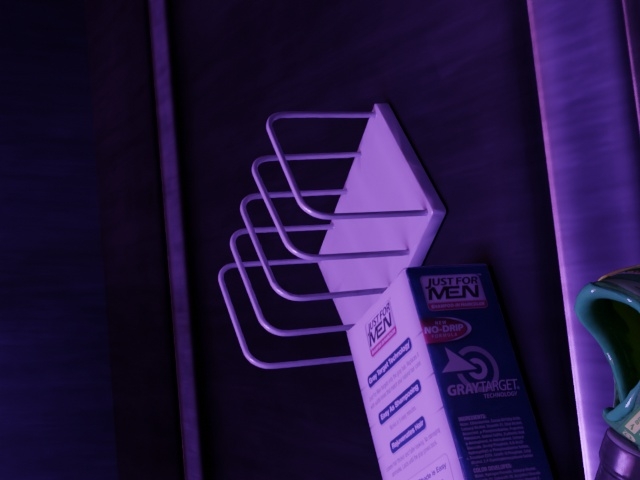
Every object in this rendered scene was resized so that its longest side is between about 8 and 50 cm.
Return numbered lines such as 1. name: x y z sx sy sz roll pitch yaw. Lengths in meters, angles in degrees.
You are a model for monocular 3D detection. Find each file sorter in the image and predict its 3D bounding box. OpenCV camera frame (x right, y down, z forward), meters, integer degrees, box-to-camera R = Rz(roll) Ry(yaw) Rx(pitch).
1. file sorter: 0.000 0.000 1.355 0.278 0.173 0.193 111 147 -41

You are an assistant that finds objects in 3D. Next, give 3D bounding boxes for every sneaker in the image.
1. sneaker: 0.271 0.144 0.808 0.109 0.123 0.296 112 146 -42

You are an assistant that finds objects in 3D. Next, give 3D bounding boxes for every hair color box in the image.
1. hair color box: 0.139 0.215 1.138 0.174 0.105 0.347 127 135 -55

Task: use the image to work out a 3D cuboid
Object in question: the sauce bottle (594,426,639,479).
1. sauce bottle: 0.227 0.323 0.936 0.111 0.111 0.345 42 121 58
